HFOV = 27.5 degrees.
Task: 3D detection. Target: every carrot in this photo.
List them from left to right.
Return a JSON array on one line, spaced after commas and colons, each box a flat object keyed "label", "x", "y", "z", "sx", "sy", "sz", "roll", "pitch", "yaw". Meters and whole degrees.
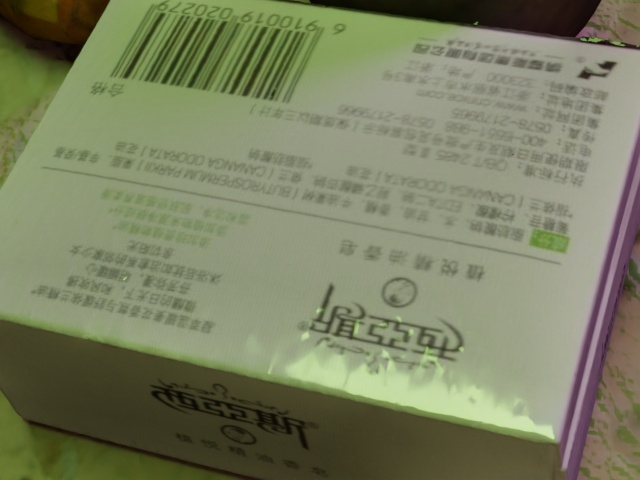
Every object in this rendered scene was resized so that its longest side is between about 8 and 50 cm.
[{"label": "carrot", "x": -0.218, "y": -0.187, "z": 0.781, "sx": 0.260, "sy": 0.070, "sz": 0.070, "roll": 32, "pitch": 65, "yaw": 30}]

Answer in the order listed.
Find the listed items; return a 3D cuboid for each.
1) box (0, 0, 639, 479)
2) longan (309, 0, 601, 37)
[{"label": "box", "x": 0.000, "y": 0.000, "z": 0.572, "sx": 0.260, "sy": 0.111, "sz": 0.194, "roll": 13, "pitch": 58, "yaw": 16}, {"label": "longan", "x": 0.058, "y": -0.161, "z": 0.636, "sx": 0.187, "sy": 0.167, "sz": 0.167, "roll": 24, "pitch": 54, "yaw": -17}]
